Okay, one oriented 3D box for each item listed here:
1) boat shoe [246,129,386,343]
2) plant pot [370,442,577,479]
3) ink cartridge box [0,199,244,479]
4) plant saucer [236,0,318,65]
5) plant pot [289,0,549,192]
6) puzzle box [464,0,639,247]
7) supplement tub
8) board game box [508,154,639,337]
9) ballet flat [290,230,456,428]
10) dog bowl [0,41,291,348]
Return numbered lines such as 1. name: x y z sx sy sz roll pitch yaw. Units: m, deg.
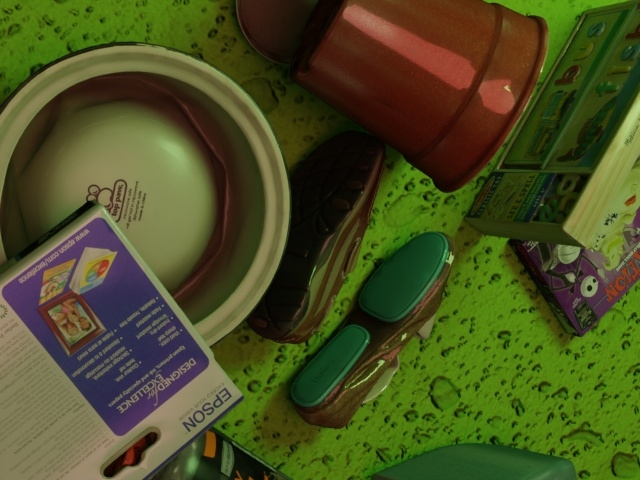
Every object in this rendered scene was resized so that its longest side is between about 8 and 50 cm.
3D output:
1. boat shoe: 0.000 0.000 1.551 0.324 0.122 0.120 -62 147 -9
2. plant pot: 0.268 0.438 1.656 0.252 0.247 0.247 -21 105 -39
3. ink cartridge box: -0.296 0.162 1.283 0.303 0.072 0.307 -38 113 -14
4. plant saucer: -0.044 -0.329 1.526 0.168 0.029 0.168 -3 96 -25
5. plant pot: 0.118 -0.244 1.461 0.265 0.272 0.272 27 84 -14
6. puzzle box: 0.394 -0.182 1.620 0.052 0.272 0.409 34 80 -20
7. supplement tub: -0.159 0.363 1.454 0.338 0.207 0.207 38 80 -24
8. board game box: 0.486 -0.030 1.807 0.347 0.056 0.208 -43 116 -15
9. ballet flat: 0.095 0.143 1.614 0.342 0.116 0.124 -52 134 -11
10. dog bowl: -0.250 -0.045 1.395 0.408 0.150 0.408 -3 98 -25
